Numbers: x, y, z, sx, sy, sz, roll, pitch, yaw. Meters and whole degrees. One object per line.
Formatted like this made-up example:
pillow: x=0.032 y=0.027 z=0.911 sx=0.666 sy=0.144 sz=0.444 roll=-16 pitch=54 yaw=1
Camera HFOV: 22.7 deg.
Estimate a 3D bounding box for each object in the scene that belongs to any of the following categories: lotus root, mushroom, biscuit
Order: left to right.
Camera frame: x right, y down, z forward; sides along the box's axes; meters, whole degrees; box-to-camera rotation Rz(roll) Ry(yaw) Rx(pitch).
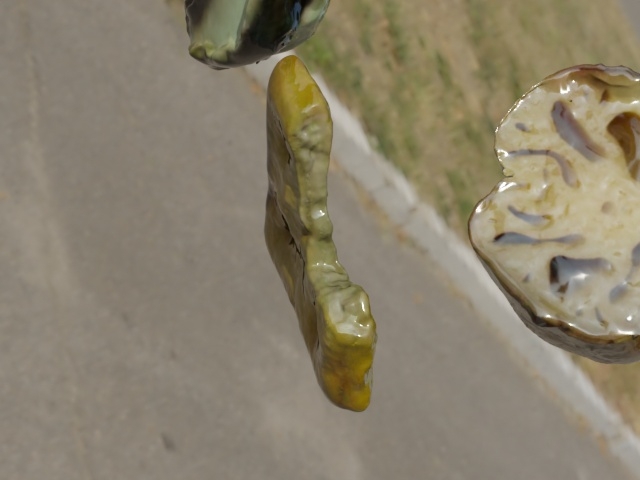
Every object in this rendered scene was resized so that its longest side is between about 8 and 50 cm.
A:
mushroom: x=-0.062 y=-0.323 z=1.415 sx=0.247 sy=0.130 sz=0.344 roll=17 pitch=-63 yaw=60
biscuit: x=0.000 y=0.000 z=1.030 sx=0.174 sy=0.039 sz=0.183 roll=97 pitch=-23 yaw=-49
lotus root: x=0.205 y=-0.006 z=1.184 sx=0.199 sy=0.188 sz=0.180 roll=54 pitch=-5 yaw=18
